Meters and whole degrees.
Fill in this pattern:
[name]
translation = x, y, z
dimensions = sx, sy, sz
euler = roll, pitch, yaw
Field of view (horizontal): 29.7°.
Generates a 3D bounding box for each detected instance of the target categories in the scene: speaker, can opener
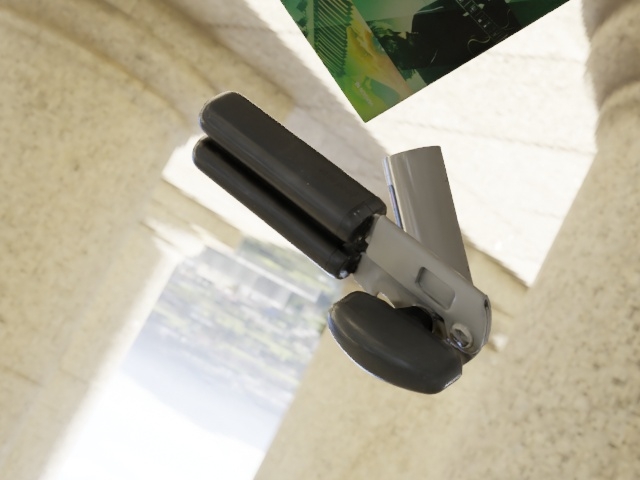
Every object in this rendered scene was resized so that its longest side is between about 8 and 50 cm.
[speaker]
translation = 0.094, -0.013, 1.048
dimensions = 0.055, 0.136, 0.055
euler = -12, 176, -1
[can opener]
translation = 0.000, 0.000, 0.871
dimensions = 0.283, 0.095, 0.076
euler = 38, 137, 21

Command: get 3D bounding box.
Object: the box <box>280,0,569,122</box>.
[box]
translation = 0.105, -0.282, 1.115
dimensions = 0.322, 0.058, 0.232
euler = -29, 102, 32
